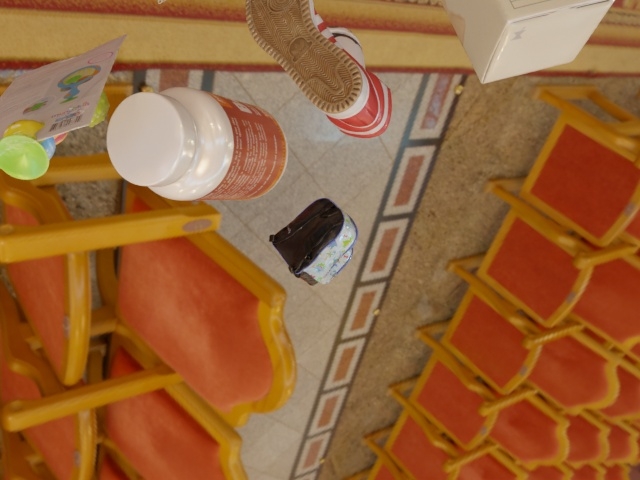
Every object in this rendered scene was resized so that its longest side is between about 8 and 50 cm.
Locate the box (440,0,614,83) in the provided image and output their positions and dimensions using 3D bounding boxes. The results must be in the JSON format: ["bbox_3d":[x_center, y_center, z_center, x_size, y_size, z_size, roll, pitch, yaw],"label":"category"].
[{"bbox_3d":[0.227,-0.375,0.819,0.148,0.311,0.121,-14,159,-9],"label":"box"}]

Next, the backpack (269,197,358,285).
[{"bbox_3d":[0.000,0.000,0.944,0.114,0.105,0.084,-46,136,7],"label":"backpack"}]

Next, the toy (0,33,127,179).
[{"bbox_3d":[-0.258,-0.125,0.619,0.137,0.237,0.056,-18,122,5],"label":"toy"}]

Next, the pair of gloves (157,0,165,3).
[{"bbox_3d":[-0.280,-0.640,1.399,0.042,0.204,0.240,40,141,-24],"label":"pair of gloves"}]

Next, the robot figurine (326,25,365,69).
[{"bbox_3d":[0.045,-0.490,1.800,0.174,0.278,0.209,-7,141,6],"label":"robot figurine"}]

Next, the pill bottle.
[{"bbox_3d":[-0.131,-0.105,0.706,0.121,0.121,0.216,-54,165,16],"label":"pill bottle"}]

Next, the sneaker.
[{"bbox_3d":[0.001,-0.109,0.379,0.042,0.118,0.067,-38,154,16],"label":"sneaker"}]
